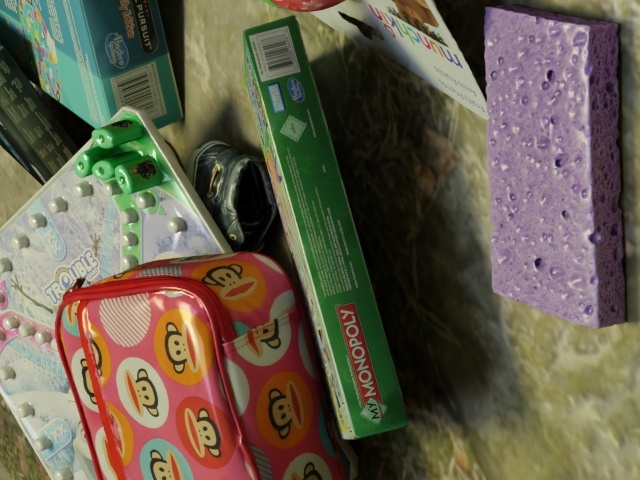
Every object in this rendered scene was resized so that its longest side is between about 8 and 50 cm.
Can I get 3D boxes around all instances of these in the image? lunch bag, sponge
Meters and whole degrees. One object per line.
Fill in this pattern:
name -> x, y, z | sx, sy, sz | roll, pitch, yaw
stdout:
lunch bag -> -0.112, 0.159, 1.612 | 0.258, 0.120, 0.293 | -6, 102, 45
sponge -> 0.160, -0.053, 1.295 | 0.117, 0.031, 0.210 | 20, 117, 56

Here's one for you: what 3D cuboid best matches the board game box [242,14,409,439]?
board game box -> 0.000, 0.000, 1.494 | 0.213, 0.046, 0.317 | 113, 142, -83

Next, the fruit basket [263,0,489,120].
fruit basket -> -0.039, -0.253, 1.372 | 0.327, 0.165, 0.353 | 39, 162, 48

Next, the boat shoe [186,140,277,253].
boat shoe -> -0.081, 0.005, 1.703 | 0.083, 0.065, 0.183 | 21, 119, 54

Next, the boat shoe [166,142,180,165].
boat shoe -> -0.152, 0.062, 1.817 | 0.112, 0.095, 0.335 | -43, 63, 56

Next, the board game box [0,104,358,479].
board game box -> -0.188, 0.131, 1.775 | 0.390, 0.050, 0.390 | -38, 81, 43

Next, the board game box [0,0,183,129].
board game box -> -0.267, -0.270, 1.862 | 0.336, 0.079, 0.254 | 35, 143, 51

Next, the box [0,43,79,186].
box -> -0.337, -0.149, 1.992 | 0.175, 0.051, 0.220 | 38, 166, 45
